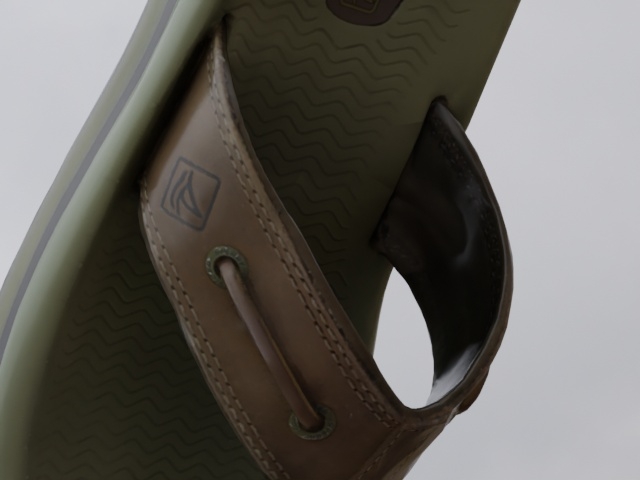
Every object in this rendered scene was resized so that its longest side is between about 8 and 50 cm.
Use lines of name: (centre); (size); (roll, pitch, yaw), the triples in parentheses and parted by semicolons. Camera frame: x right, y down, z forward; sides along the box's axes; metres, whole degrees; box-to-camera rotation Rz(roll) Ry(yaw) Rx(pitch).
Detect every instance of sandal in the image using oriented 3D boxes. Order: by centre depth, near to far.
sandal: (-0.001, -0.001, 0.467); (0.120, 0.086, 0.302); (4, -69, -41)
